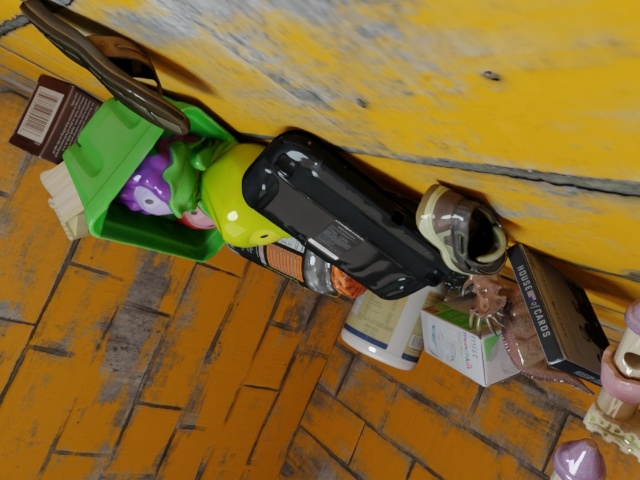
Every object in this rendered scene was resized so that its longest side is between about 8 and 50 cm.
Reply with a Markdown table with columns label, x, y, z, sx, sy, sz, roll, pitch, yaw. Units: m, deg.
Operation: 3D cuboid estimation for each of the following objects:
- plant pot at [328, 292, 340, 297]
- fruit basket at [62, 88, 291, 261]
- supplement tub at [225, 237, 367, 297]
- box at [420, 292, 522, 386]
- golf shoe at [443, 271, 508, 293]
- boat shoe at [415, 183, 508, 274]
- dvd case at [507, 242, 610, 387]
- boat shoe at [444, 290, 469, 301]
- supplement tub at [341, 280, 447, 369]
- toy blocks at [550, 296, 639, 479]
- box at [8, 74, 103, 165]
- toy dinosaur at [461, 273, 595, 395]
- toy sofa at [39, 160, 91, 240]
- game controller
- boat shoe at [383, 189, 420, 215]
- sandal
| label | x | y | z | sx | sy | sz | roll | pitch | yaw |
| --- | --- | --- | --- | --- | --- | --- | --- | --- | --- |
| plant pot | 0.000 | 0.000 | 1.293 | 0.187 | 0.212 | 0.212 | 38 | -175 | 28 |
| fruit basket | -0.183 | -0.073 | 0.847 | 0.392 | 0.283 | 0.392 | 40 | -176 | -3 |
| supplement tub | -0.037 | -0.013 | 1.076 | 0.337 | 0.207 | 0.207 | 23 | 178 | 31 |
| box | 0.416 | 0.216 | 1.174 | 0.261 | 0.127 | 0.231 | -14 | -168 | -19 |
| golf shoe | 0.404 | 0.104 | 1.200 | 0.093 | 0.077 | 0.198 | -5 | -162 | -44 |
| boat shoe | 0.197 | 0.003 | 0.618 | 0.073 | 0.080 | 0.223 | 29 | 177 | 43 |
| dvd case | 0.370 | 0.120 | 0.730 | 0.238 | 0.180 | 0.029 | 25 | 134 | -37 |
| boat shoe | 0.347 | 0.111 | 1.640 | 0.320 | 0.103 | 0.118 | 29 | -162 | 11 |
| supplement tub | 0.216 | 0.173 | 1.368 | 0.228 | 0.317 | 0.228 | 24 | 178 | 1 |
| toy blocks | 0.418 | 0.183 | 0.480 | 0.288 | 0.308 | 0.260 | 31 | 141 | 36 |
| box | -0.589 | -0.258 | 1.312 | 0.143 | 0.191 | 0.381 | 23 | 177 | 25 |
| toy dinosaur | 0.398 | 0.180 | 0.968 | 0.200 | 0.296 | 0.127 | -14 | 158 | -15 |
| toy sofa | -0.477 | -0.148 | 1.148 | 0.362 | 0.177 | 0.150 | -22 | -175 | 33 |
| game controller | 0.040 | -0.021 | 0.697 | 0.319 | 0.067 | 0.166 | 36 | 147 | -17 |
| boat shoe | 0.130 | -0.030 | 0.743 | 0.227 | 0.069 | 0.081 | 18 | 136 | -1 |
| sandal | -0.238 | -0.208 | 0.570 | 0.219 | 0.060 | 0.090 | 38 | 171 | -4 |
